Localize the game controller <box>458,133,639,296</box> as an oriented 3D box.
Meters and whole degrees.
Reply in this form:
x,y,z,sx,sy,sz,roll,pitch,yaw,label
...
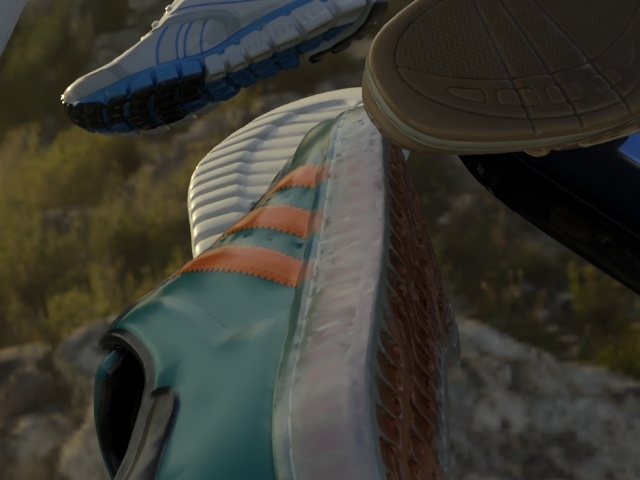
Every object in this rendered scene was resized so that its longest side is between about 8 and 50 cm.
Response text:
x,y,z,sx,sy,sz,roll,pitch,yaw,label
0.207,-0.005,0.679,0.319,0.067,0.166,34,55,11,game controller

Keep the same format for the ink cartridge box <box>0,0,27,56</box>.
x,y,z,sx,sy,sz,roll,pitch,yaw,label
-0.239,-0.181,0.838,0.117,0.207,0.283,-8,42,21,ink cartridge box

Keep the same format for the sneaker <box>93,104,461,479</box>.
x,y,z,sx,sy,sz,roll,pitch,yaw,label
-0.020,0.034,0.603,0.121,0.108,0.302,-15,20,12,sneaker

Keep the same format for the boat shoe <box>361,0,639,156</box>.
x,y,z,sx,sy,sz,roll,pitch,yaw,label
0.080,-0.053,0.536,0.170,0.059,0.063,-17,70,-31,boat shoe

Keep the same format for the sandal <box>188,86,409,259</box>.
x,y,z,sx,sy,sz,roll,pitch,yaw,label
-0.015,0.002,1.234,0.169,0.102,0.416,-8,25,11,sandal

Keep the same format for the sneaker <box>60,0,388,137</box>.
x,y,z,sx,sy,sz,roll,pitch,yaw,label
-0.063,-0.123,0.960,0.190,0.083,0.071,-25,-13,-7,sneaker
